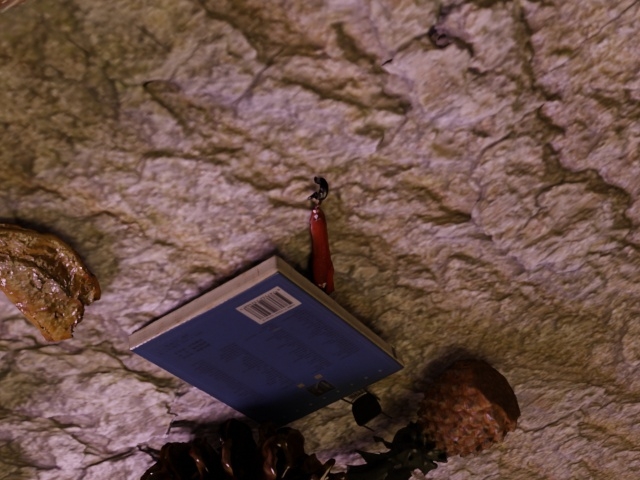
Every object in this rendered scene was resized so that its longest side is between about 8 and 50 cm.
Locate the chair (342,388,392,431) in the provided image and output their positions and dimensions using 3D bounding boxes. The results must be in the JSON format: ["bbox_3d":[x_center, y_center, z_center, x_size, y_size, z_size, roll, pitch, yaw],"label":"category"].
[{"bbox_3d":[0.052,0.202,1.284,0.037,0.042,0.086,-37,138,12],"label":"chair"}]

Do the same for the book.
[{"bbox_3d":[-0.051,0.122,1.148,0.191,0.025,0.269,-28,141,19],"label":"book"}]

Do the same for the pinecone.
[{"bbox_3d":[-0.090,0.317,1.207,0.243,0.243,0.257,31,97,-44],"label":"pinecone"}]

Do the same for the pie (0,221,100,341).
[{"bbox_3d":[-0.259,0.034,0.965,0.092,0.034,0.170,-25,134,6],"label":"pie"}]

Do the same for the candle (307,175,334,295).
[{"bbox_3d":[-0.001,0.001,1.053,0.026,0.021,0.167,-15,140,-9],"label":"candle"}]

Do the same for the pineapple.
[{"bbox_3d":[0.122,0.268,1.322,0.277,0.130,0.119,-43,138,24],"label":"pineapple"}]

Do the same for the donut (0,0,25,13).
[{"bbox_3d":[-0.220,-0.227,0.668,0.117,0.065,0.166,-41,138,23],"label":"donut"}]
